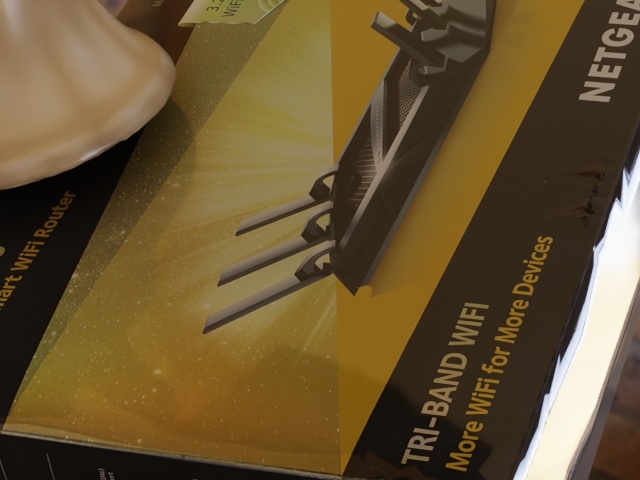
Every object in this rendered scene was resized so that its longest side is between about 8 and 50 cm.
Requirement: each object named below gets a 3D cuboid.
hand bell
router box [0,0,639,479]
[{"bbox_3d":[-0.143,-0.150,0.711,0.126,0.242,0.126,-11,30,6],"label":"hand bell"},{"bbox_3d":[0.000,0.000,0.763,0.243,0.081,0.309,4,41,21],"label":"router box"}]
